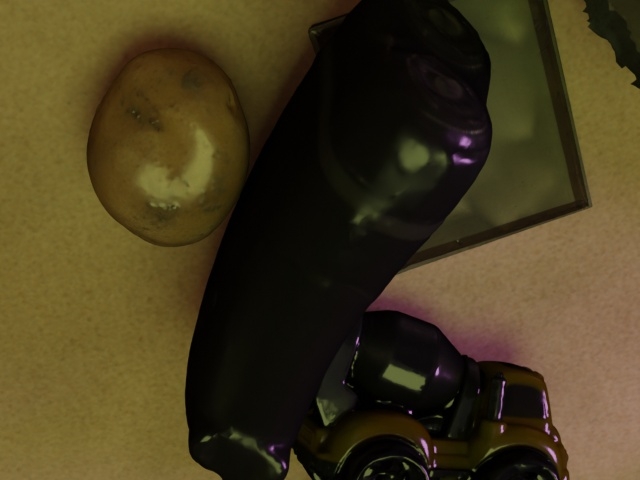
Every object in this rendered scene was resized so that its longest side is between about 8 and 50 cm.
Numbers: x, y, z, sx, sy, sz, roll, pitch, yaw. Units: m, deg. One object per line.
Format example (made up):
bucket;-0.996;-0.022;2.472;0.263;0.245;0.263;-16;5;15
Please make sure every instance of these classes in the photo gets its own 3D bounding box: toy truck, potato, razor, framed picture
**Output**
toy truck;0.091;0.141;1.219;0.224;0.147;0.165;7;93;-15
potato;-0.106;-0.061;1.055;0.112;0.112;0.147;0;115;-12
razor;-0.001;-0.001;1.047;0.113;0.204;0.349;23;122;-13
framed picture;0.102;-0.087;1.136;0.173;0.010;0.231;-18;125;1

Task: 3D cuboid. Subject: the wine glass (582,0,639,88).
wine glass;0.321;-0.211;0.974;0.323;0.238;0.238;-29;124;9
